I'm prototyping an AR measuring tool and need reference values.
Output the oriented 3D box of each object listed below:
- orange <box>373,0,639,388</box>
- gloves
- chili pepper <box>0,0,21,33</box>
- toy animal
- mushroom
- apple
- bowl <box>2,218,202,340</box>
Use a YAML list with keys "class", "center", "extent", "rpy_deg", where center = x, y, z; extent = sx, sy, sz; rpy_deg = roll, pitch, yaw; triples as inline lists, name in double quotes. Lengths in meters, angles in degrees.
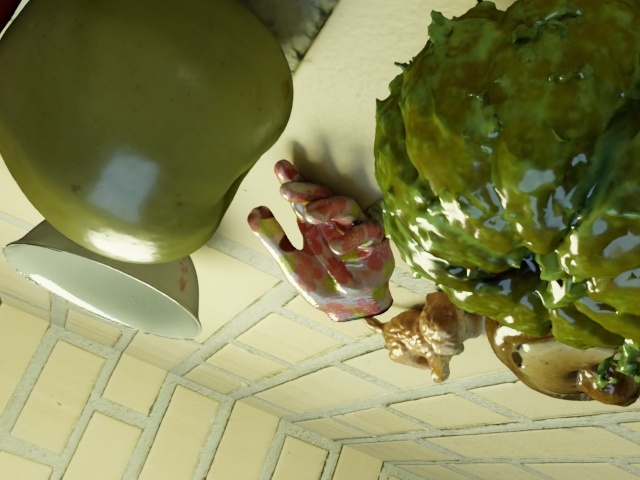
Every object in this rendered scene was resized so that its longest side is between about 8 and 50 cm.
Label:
- class: "orange"
  center: [0.182, -0.052, 0.523]
  extent: [0.301, 0.223, 0.300]
  rpy_deg: [21, 146, 7]
- class: "gloves"
  center: [0.008, -0.006, 0.896]
  extent: [0.145, 0.126, 0.241]
  rpy_deg: [3, 123, 44]
- class: "chili pepper"
  center: [-0.322, -0.171, 0.517]
  extent: [0.134, 0.338, 0.131]
  rpy_deg: [34, 150, -22]
- class: "toy animal"
  center: [0.151, 0.134, 1.096]
  extent: [0.183, 0.104, 0.185]
  rpy_deg: [24, 161, 8]
- class: "mushroom"
  center: [0.320, 0.105, 0.825]
  extent: [0.253, 0.153, 0.253]
  rpy_deg: [11, 148, 7]
- class: "apple"
  center: [-0.156, -0.118, 0.630]
  extent: [0.262, 0.263, 0.262]
  rpy_deg: [17, 156, 8]
- class: "bowl"
  center: [-0.333, 0.027, 1.171]
  extent: [0.345, 0.157, 0.345]
  rpy_deg: [17, 157, 7]
